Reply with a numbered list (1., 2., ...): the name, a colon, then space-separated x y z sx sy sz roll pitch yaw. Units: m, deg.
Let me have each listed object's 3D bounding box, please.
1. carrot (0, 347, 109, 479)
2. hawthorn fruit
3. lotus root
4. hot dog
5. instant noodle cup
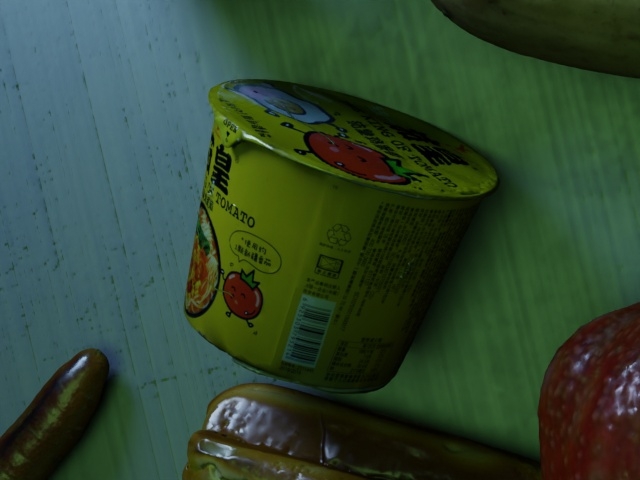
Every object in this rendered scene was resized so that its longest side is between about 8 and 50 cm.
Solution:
1. carrot: -0.186 0.130 1.277 0.048 0.048 0.139 42 105 12
2. hawthorn fruit: 0.220 0.154 1.051 0.205 0.205 0.253 1 84 20
3. lotus root: 0.177 -0.168 1.069 0.284 0.160 0.146 9 135 20
4. hot dog: 0.039 0.161 1.166 0.269 0.115 0.072 17 122 20
5. instant noodle cup: 0.000 0.000 1.141 0.182 0.182 0.144 24 109 17
